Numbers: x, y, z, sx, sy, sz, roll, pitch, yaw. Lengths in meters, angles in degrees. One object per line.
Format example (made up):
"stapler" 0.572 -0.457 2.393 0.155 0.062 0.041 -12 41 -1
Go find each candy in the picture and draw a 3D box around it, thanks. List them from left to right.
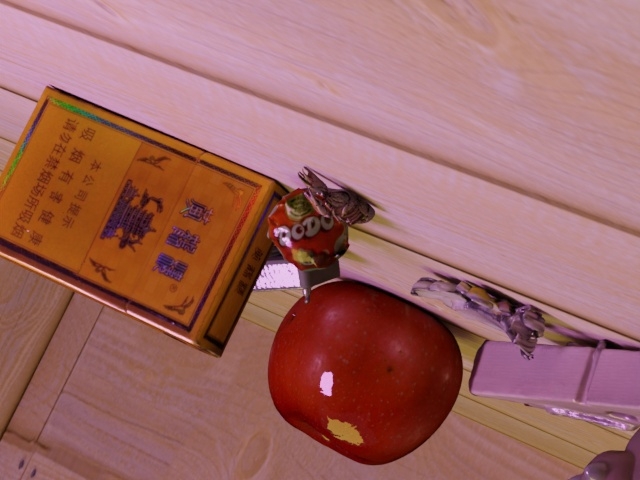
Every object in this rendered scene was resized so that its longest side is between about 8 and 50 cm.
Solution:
"candy" 0.001 0.001 1.904 0.084 0.078 0.288 55 -178 9

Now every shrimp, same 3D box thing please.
"shrimp" 0.014 -0.035 1.716 0.092 0.038 0.029 29 130 -24

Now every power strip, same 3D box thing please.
"power strip" -0.069 0.039 2.231 0.215 0.061 0.145 -3 -170 34

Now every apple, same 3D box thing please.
"apple" 0.057 0.177 2.429 0.260 0.216 0.260 28 171 5

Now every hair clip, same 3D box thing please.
"hair clip" 0.179 0.082 1.960 0.116 0.049 0.172 35 172 -31
"hair clip" 0.285 0.149 1.928 0.101 0.085 0.331 26 167 -23

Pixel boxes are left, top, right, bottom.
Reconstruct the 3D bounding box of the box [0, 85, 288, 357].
"box" -0.203 -0.022 1.953 0.301 0.193 0.084 23 174 21

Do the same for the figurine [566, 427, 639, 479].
"figurine" 0.438 0.248 1.687 0.380 0.203 0.248 18 164 -26
